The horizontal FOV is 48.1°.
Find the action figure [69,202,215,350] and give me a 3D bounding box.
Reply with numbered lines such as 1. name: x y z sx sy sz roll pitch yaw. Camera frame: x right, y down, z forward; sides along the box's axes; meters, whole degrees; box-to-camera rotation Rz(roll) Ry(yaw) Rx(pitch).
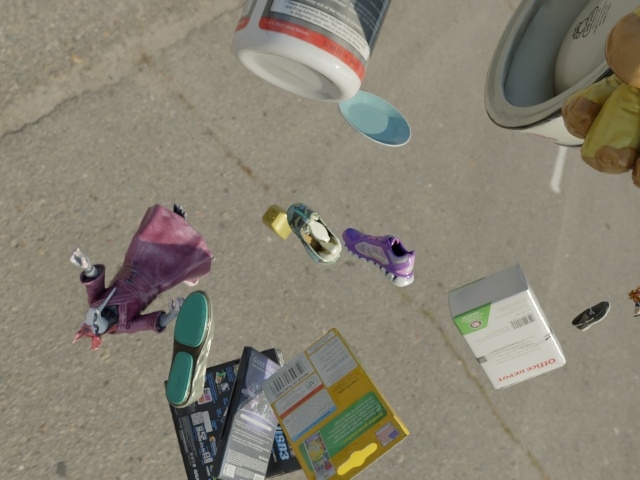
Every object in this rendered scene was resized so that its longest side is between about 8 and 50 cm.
1. action figure: -0.416 0.092 1.579 0.248 0.276 0.370 43 60 -7

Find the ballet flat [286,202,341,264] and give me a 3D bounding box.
1. ballet flat: 0.000 0.000 1.364 0.188 0.070 0.070 45 34 -46

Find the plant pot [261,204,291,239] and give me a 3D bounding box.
1. plant pot: -0.134 -0.065 2.225 0.081 0.081 0.083 37 1 35

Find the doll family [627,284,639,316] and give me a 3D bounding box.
1. doll family: 0.657 0.166 1.363 0.263 0.118 0.163 26 39 -29

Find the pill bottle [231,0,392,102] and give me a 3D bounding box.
1. pill bottle: 0.018 -0.418 1.109 0.210 0.210 0.362 24 84 -38

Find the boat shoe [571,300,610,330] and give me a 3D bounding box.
1. boat shoe: 0.748 0.205 1.986 0.038 0.125 0.046 25 47 -11

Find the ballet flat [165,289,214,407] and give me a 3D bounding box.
1. ballet flat: -0.225 0.189 1.271 0.068 0.072 0.213 5 99 -66

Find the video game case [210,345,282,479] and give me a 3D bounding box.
1. video game case: -0.147 0.390 1.560 0.196 0.026 0.274 49 48 -55

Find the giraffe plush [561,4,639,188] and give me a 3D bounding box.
1. giraffe plush: 0.345 -0.176 0.709 0.181 0.210 0.170 35 -8 31

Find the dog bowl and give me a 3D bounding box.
1. dog bowl: 0.432 -0.309 1.053 0.150 0.408 0.407 28 43 -18

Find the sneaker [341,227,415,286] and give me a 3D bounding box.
1. sneaker: 0.164 0.020 1.937 0.236 0.104 0.095 34 37 24

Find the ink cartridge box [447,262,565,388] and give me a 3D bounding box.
1. ink cartridge box: 0.377 0.178 1.453 0.219 0.160 0.092 57 19 -28

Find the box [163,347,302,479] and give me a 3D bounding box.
1. box: -0.201 0.438 1.731 0.073 0.294 0.295 48 24 -78

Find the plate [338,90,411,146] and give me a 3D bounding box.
1. plate: 0.121 -0.275 1.642 0.188 0.024 0.188 19 41 -18

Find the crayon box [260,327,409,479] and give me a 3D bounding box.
1. crayon box: 0.031 0.348 1.420 0.083 0.203 0.323 53 0 -40
